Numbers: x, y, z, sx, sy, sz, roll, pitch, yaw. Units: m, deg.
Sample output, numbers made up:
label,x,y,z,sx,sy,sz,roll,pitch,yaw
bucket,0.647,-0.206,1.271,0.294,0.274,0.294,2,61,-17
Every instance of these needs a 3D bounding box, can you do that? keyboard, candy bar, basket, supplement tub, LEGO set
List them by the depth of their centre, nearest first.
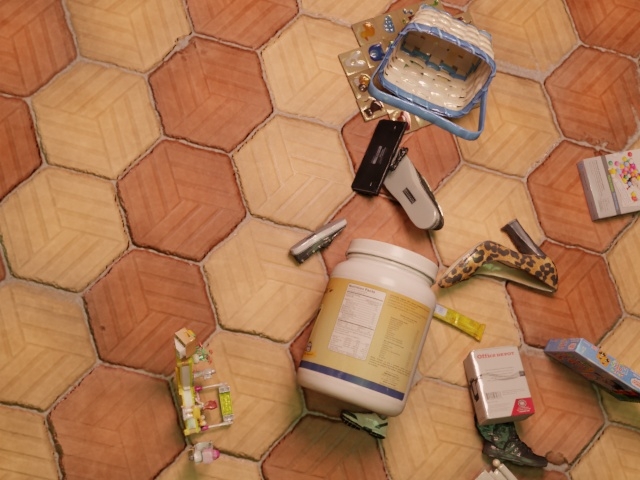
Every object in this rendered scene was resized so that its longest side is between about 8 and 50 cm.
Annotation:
label,x,y,z,sx,sy,sz,roll,pitch,yaw
LEGO set,-0.230,0.295,1.526,0.107,0.132,0.286,-7,104,-15
supplement tub,0.103,0.176,1.544,0.229,0.228,0.316,20,78,-5
basket,0.252,-0.354,1.640,0.255,0.201,0.288,26,47,-3
candy bar,0.291,0.170,1.679,0.162,0.018,0.040,26,75,-3
keyboard,0.143,-0.183,1.682,0.023,0.108,0.180,30,80,-46

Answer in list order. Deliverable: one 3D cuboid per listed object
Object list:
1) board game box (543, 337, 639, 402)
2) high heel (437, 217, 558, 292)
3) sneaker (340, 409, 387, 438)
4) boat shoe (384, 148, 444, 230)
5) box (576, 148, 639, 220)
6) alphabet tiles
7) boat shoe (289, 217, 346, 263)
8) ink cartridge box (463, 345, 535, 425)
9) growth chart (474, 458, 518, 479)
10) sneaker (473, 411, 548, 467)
label,x,y,z,sx,sy,sz,roll,pitch,yaw
board game box,0.606,0.280,1.635,0.212,0.160,0.039,33,79,-2
high heel,0.397,0.084,1.667,0.261,0.093,0.186,-32,80,-21
sneaker,0.093,0.381,1.611,0.109,0.040,0.043,26,62,-7
boat shoe,0.202,-0.112,1.686,0.078,0.070,0.219,-37,65,24
box,0.709,-0.134,1.780,0.186,0.038,0.145,-11,83,-11
alphabet tiles,0.227,-0.407,1.770,0.343,0.011,0.285,-21,85,-11
boat shoe,0.000,0.000,1.655,0.142,0.049,0.040,-31,105,-10
ink cartridge box,0.380,0.310,1.627,0.109,0.063,0.150,-5,63,-9
growth chart,0.338,0.581,1.604,0.237,0.021,0.171,-34,100,-11
sneaker,0.411,0.428,1.636,0.170,0.051,0.089,12,82,2
